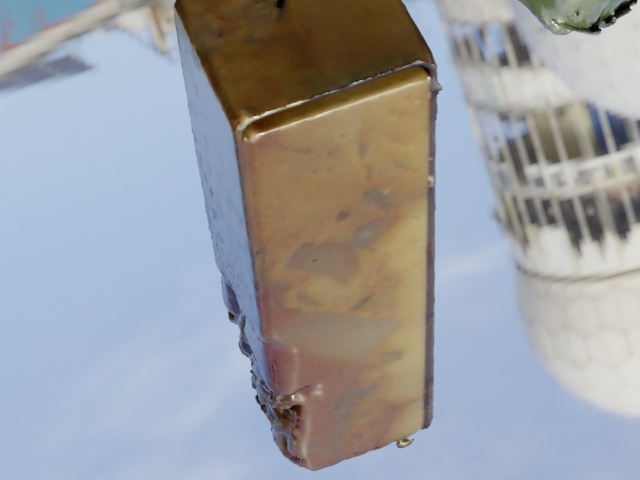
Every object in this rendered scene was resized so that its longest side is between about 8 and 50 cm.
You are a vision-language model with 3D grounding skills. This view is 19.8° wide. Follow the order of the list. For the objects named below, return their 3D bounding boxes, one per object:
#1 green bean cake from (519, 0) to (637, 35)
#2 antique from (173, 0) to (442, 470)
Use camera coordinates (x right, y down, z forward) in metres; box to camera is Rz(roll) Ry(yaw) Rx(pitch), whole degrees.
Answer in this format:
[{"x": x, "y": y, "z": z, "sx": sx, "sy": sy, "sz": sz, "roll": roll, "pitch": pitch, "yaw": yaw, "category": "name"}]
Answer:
[{"x": 0.125, "y": -0.245, "z": 1.108, "sx": 0.132, "sy": 0.255, "sz": 0.241, "roll": -49, "pitch": 176, "yaw": 26, "category": "green bean cake"}, {"x": 0.000, "y": 0.000, "z": 0.900, "sx": 0.093, "sy": 0.310, "sz": 0.087, "roll": -20, "pitch": -125, "yaw": -11, "category": "antique"}]
